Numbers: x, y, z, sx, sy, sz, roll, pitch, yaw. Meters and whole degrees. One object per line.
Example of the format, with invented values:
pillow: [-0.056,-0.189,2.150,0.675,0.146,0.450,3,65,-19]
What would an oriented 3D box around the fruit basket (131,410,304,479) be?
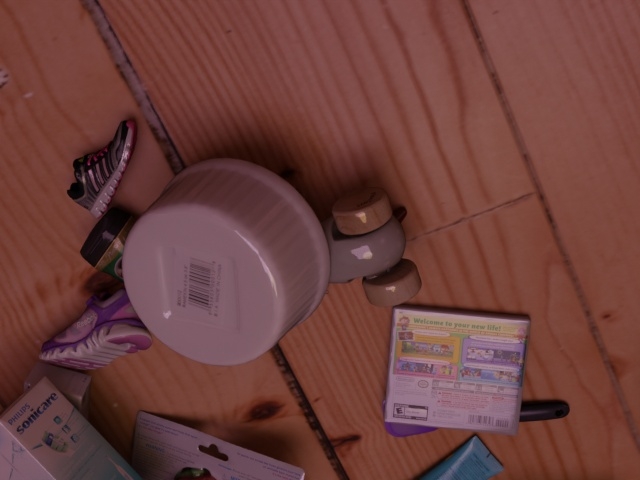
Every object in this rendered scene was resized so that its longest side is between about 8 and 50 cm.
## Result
fruit basket: [-0.189,0.493,1.689,0.327,0.165,0.353,13,98,23]

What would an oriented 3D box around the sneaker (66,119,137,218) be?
sneaker: [-0.328,-0.113,1.487,0.074,0.063,0.170,25,120,-11]

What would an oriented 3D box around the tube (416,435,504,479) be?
tube: [0.200,0.408,1.665,0.207,0.052,0.080,-37,110,16]

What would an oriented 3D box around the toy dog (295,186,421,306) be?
toy dog: [0.000,0.000,1.473,0.333,0.161,0.220,12,119,19]

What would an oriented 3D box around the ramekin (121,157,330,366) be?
ramekin: [-0.137,0.039,1.375,0.277,0.135,0.277,10,119,19]

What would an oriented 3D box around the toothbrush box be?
toothbrush box: [-0.427,0.396,1.594,0.216,0.126,0.295,-36,98,35]

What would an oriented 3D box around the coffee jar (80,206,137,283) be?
coffee jar: [-0.272,0.034,1.538,0.184,0.079,0.096,36,114,-10]

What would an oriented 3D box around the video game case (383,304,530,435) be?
video game case: [0.211,0.202,1.562,0.212,0.023,0.193,5,104,6]

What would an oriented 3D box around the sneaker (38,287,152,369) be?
sneaker: [-0.358,0.140,1.599,0.236,0.105,0.095,-22,153,35]

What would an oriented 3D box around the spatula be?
spatula: [0.250,0.278,1.606,0.296,0.030,0.084,-2,115,8]

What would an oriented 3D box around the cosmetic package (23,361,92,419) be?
cosmetic package: [-0.447,0.318,1.684,0.098,0.060,0.239,14,125,-1]
